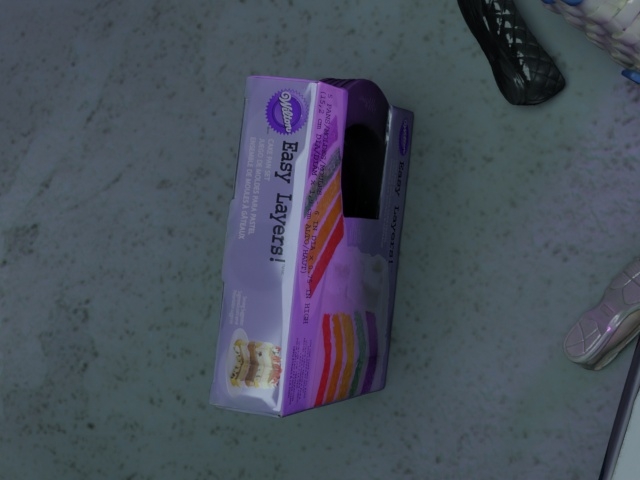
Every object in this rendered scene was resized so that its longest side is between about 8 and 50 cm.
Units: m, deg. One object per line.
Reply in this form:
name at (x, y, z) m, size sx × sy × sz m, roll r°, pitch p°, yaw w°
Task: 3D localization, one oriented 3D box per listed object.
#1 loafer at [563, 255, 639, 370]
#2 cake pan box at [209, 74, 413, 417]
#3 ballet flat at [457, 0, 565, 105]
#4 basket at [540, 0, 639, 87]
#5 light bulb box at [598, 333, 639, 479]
loafer at (0.254, 0.057, 1.184) m, size 0.125 × 0.039 × 0.045 m, roll -46°, pitch 40°, yaw 13°
cake pan box at (0.000, 0.000, 1.176) m, size 0.070 × 0.246 × 0.267 m, roll 7°, pitch 90°, yaw 19°
ballet flat at (0.154, -0.194, 1.228) m, size 0.049 × 0.057 × 0.173 m, roll -18°, pitch 81°, yaw -19°
basket at (0.312, -0.211, 1.086) m, size 0.289 × 0.201 × 0.255 m, roll 22°, pitch 98°, yaw -14°
light bulb box at (0.364, 0.217, 0.972) m, size 0.361 × 0.225 × 0.358 m, roll 16°, pitch 107°, yaw 13°
